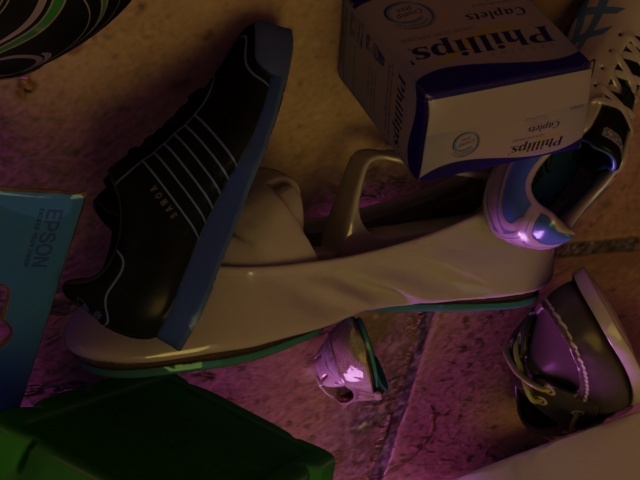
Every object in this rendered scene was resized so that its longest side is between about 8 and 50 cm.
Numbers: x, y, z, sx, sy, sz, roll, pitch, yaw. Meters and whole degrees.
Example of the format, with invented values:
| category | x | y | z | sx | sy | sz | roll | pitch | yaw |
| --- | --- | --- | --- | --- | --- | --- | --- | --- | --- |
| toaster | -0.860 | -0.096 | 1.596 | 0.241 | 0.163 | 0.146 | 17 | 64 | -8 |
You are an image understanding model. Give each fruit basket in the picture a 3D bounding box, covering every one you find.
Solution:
| category | x | y | z | sx | sy | sz | roll | pitch | yaw |
| --- | --- | --- | --- | --- | --- | --- | --- | --- | --- |
| fruit basket | -0.150 | 0.304 | 1.120 | 0.392 | 0.283 | 0.392 | -58 | 165 | -25 |

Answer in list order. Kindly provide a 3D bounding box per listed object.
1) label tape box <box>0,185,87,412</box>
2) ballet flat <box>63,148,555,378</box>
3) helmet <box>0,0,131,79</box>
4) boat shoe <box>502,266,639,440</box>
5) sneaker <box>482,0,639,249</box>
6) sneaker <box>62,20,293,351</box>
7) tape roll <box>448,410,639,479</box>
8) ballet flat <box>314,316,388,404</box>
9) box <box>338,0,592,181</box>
| category | x | y | z | sx | sy | sz | roll | pitch | yaw |
| --- | --- | --- | --- | --- | --- | --- | --- | --- | --- |
| label tape box | -0.343 | 0.029 | 0.992 | 0.334 | 0.106 | 0.240 | 1 | 128 | -31 |
| ballet flat | 0.000 | 0.000 | 1.164 | 0.400 | 0.139 | 0.139 | -8 | 131 | -29 |
| helmet | -0.168 | -0.182 | 0.866 | 0.169 | 0.169 | 0.161 | 10 | 138 | -35 |
| boat shoe | 0.202 | 0.104 | 1.312 | 0.091 | 0.109 | 0.305 | -23 | 162 | 1 |
| sneaker | 0.203 | -0.096 | 1.161 | 0.085 | 0.086 | 0.237 | 38 | 76 | -37 |
| sneaker | -0.090 | -0.048 | 1.043 | 0.090 | 0.081 | 0.232 | 22 | 74 | -8 |
| tape roll | 0.233 | 0.219 | 1.389 | 0.286 | 0.100 | 0.286 | -19 | 168 | -4 |
| ballet flat | 0.021 | 0.104 | 1.268 | 0.052 | 0.057 | 0.168 | -18 | 160 | 1 |
| box | 0.096 | -0.115 | 1.089 | 0.126 | 0.137 | 0.072 | -13 | 132 | -20 |
